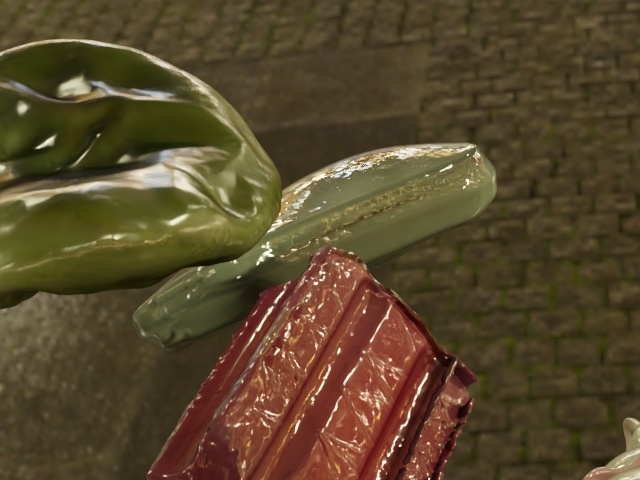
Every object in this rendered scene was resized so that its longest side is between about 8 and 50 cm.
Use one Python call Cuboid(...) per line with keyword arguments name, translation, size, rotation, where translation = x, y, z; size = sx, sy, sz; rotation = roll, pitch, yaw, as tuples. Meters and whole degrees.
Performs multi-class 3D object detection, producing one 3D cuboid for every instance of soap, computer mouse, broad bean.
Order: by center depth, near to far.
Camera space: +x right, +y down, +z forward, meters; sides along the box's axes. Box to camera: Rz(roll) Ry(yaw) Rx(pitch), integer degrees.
Cuboid(name="broad bean", translation=(-0.091, -0.020, 0.624), size=(0.153, 0.072, 0.207), rotation=(-13, 27, -10))
Cuboid(name="soap", translation=(-0.006, 0.131, 1.001), size=(0.099, 0.162, 0.250), rotation=(-29, 17, 36))
Cuboid(name="computer mouse", translation=(-0.003, -0.006, 1.249), size=(0.331, 0.095, 0.197), rotation=(-22, -8, -38))

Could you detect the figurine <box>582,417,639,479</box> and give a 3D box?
Cuboid(name="figurine", translation=(0.183, 0.181, 0.867), size=(0.127, 0.155, 0.235), rotation=(11, 3, 6))
